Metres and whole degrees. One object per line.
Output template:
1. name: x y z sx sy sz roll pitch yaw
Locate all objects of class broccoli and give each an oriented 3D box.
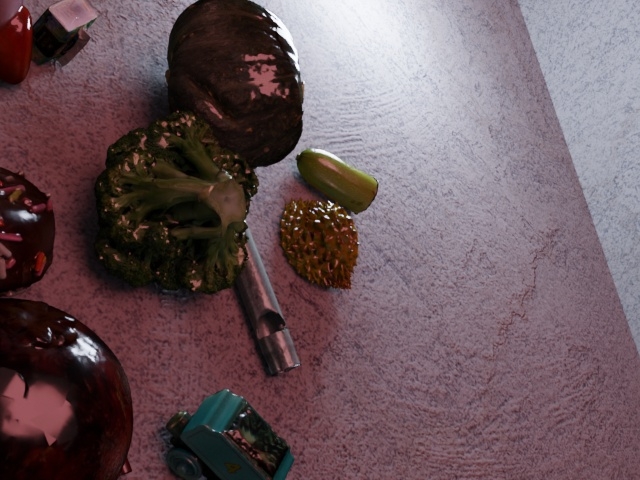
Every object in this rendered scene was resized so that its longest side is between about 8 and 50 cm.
1. broccoli: -0.219 -0.050 1.344 0.307 0.275 0.308 -4 96 -44

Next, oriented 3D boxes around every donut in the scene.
1. donut: -0.495 -0.031 1.052 0.345 0.136 0.259 13 13 -36

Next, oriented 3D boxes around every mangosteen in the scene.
1. mangosteen: -0.391 0.241 0.996 0.306 0.360 0.306 25 17 -9

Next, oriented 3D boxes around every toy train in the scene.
1. toy train: -0.137 0.326 1.267 0.198 0.154 0.107 48 37 -12

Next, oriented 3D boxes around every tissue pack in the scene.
1. tissue pack: -0.438 -0.350 1.414 0.079 0.111 0.085 51 40 -11

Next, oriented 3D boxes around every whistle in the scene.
1. whistle: -0.116 0.093 1.510 0.062 0.062 0.312 -8 72 -49

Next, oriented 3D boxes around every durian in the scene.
1. durian: -0.001 0.002 1.673 0.132 0.165 0.183 61 35 -79

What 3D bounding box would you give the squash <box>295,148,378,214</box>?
1. squash: 0.027 -0.135 1.789 0.188 0.095 0.095 27 49 -29

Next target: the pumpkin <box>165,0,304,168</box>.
1. pumpkin: -0.157 -0.280 1.547 0.257 0.291 0.328 -3 72 -7

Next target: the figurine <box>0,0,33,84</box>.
1. figurine: -0.543 -0.417 1.268 0.261 0.211 0.270 9 59 -43

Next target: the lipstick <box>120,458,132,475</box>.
1. lipstick: -0.318 0.260 1.220 0.027 0.027 0.177 -10 72 -49
